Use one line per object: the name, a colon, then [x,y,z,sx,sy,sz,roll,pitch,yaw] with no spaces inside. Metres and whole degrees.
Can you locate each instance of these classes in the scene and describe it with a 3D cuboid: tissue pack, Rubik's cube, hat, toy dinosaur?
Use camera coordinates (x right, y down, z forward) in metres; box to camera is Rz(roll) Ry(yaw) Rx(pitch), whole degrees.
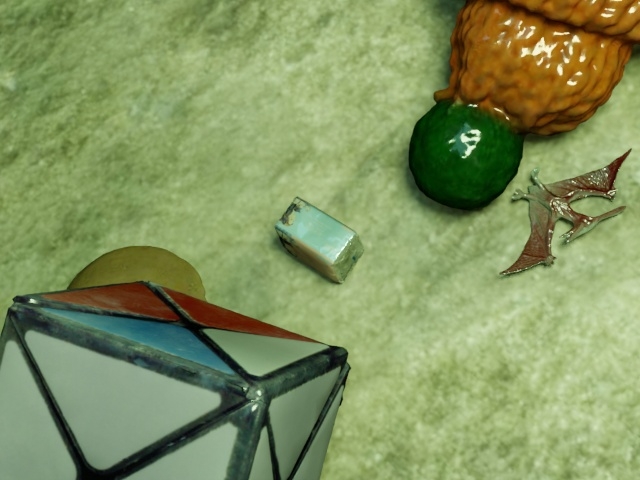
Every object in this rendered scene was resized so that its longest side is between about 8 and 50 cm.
tissue pack: [0.000,0.000,1.515,0.094,0.074,0.059,32,76,23]
Rubik's cube: [-0.177,0.231,1.341,0.305,0.307,0.310,17,96,18]
hat: [0.252,-0.220,1.424,0.285,0.285,0.400,16,88,19]
toy dinosaur: [0.284,-0.039,1.473,0.220,0.032,0.108,-46,65,-4]

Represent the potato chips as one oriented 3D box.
potato chips: [-0.240,0.093,1.557,0.208,0.062,0.195,18,77,22]
